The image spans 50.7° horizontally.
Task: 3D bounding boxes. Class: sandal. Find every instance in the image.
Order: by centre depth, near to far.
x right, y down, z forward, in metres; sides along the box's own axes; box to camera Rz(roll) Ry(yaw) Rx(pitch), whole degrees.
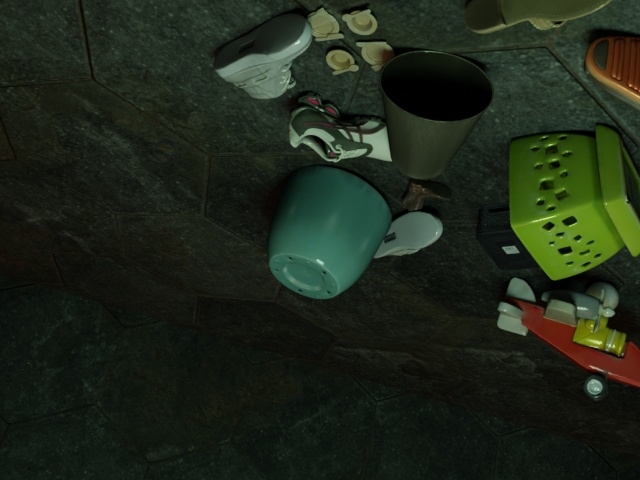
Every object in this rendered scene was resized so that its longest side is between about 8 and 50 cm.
[{"bbox_3d":[0.351,-0.371,1.060,0.240,0.088,0.079,-1,180,40],"label":"sandal"}]

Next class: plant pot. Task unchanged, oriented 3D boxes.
[{"bbox_3d":[0.514,-0.081,1.338,0.207,0.228,0.227,-14,140,34],"label":"plant pot"},{"bbox_3d":[0.000,0.000,1.670,0.293,0.235,0.293,18,148,12],"label":"plant pot"}]

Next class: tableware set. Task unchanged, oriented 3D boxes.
[{"bbox_3d":[0.055,-0.367,1.245,0.141,0.020,0.169,-3,147,30],"label":"tableware set"}]

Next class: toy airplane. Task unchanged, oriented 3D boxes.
[{"bbox_3d":[0.671,0.212,1.808,0.384,0.272,0.386,37,-177,-18],"label":"toy airplane"}]

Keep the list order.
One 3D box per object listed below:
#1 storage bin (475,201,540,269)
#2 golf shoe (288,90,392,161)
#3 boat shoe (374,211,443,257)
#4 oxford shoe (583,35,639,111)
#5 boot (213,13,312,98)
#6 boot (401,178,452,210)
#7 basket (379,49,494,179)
[{"bbox_3d":[0.465,-0.008,1.635,0.122,0.084,0.180,-7,146,36],"label":"storage bin"},{"bbox_3d":[0.058,-0.208,1.434,0.273,0.120,0.105,18,151,-9],"label":"golf shoe"},{"bbox_3d":[0.231,-0.009,1.746,0.088,0.096,0.267,-2,164,-36],"label":"boat shoe"},{"bbox_3d":[0.583,-0.225,1.140,0.363,0.130,0.133,22,159,-11],"label":"oxford shoe"},{"bbox_3d":[-0.082,-0.345,1.297,0.258,0.095,0.123,-2,155,45],"label":"boot"},{"bbox_3d":[0.252,-0.099,1.622,0.106,0.037,0.114,26,150,7],"label":"boot"},{"bbox_3d":[0.208,-0.227,1.297,0.204,0.154,0.227,13,156,7],"label":"basket"}]
